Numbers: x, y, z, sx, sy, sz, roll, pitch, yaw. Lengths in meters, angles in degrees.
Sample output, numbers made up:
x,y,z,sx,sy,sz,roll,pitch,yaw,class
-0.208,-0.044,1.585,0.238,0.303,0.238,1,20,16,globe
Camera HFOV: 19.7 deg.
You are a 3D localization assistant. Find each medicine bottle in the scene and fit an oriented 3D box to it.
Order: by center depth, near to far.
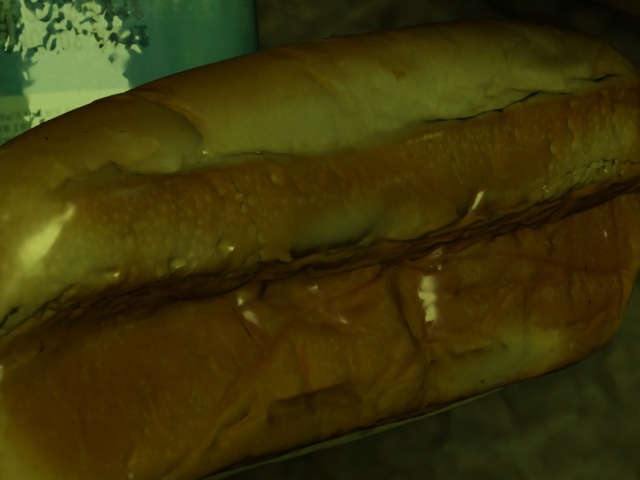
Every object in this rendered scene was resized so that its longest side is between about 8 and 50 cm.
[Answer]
x,y,z,sx,sy,sz,roll,pitch,yaw,class
-0.056,0.005,0.493,0.090,0.054,0.209,-4,84,-9,medicine bottle

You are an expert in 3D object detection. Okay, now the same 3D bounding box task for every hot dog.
x,y,z,sx,sy,sz,roll,pitch,yaw,class
0.000,0.000,0.445,0.249,0.076,0.102,-15,115,-44,hot dog

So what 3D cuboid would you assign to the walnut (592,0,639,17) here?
x,y,z,sx,sy,sz,roll,pitch,yaw,class
0.107,-0.185,0.426,0.296,0.285,0.285,-10,82,-44,walnut
